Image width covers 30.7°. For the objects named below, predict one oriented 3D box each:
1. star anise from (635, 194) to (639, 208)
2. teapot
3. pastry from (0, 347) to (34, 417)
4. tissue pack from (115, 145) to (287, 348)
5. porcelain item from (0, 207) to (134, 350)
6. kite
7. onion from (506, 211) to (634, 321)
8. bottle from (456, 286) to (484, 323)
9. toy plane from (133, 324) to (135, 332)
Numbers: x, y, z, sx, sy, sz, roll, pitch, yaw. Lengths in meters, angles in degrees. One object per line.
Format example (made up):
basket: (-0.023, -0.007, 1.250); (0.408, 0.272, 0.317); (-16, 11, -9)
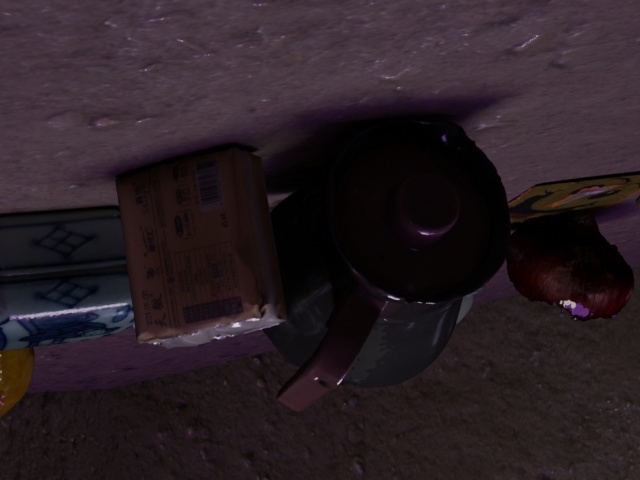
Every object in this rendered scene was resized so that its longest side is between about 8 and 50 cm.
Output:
star anise: (0.606, -0.118, 1.805); (0.231, 0.089, 0.209); (-13, 159, -15)
teapot: (0.060, 0.043, 1.498); (0.306, 0.376, 0.361); (31, 154, -1)
pastry: (-0.650, 0.205, 1.937); (0.356, 0.163, 0.356); (-4, 145, -3)
tissue pack: (-0.147, 0.012, 1.426); (0.186, 0.222, 0.090); (-15, 171, 21)
porcelain item: (-0.388, 0.063, 1.662); (0.286, 0.157, 0.281); (-4, 169, -25)
kite: (0.478, -0.082, 2.091); (0.328, 0.013, 0.378); (-17, 167, 32)
onion: (0.496, 0.033, 2.270); (0.272, 0.272, 0.195); (1, 122, -45)
bottle: (0.149, 0.100, 2.245); (0.229, 0.229, 0.352); (-19, 170, 40)
toy plane: (-0.235, 0.073, 1.854); (0.255, 0.101, 0.251); (-29, -178, 15)
